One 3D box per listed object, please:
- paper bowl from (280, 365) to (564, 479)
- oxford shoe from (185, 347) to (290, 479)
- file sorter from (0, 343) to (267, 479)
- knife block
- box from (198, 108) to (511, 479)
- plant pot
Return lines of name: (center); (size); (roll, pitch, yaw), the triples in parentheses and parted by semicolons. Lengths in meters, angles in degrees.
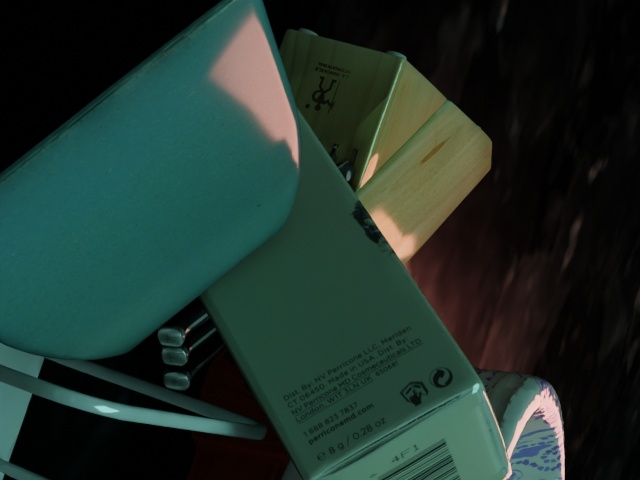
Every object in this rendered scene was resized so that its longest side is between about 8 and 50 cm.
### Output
paper bowl: (0.054, 0.216, 1.040); (0.284, 0.148, 0.284); (7, 90, -72)
oxford shoe: (-0.055, 0.197, 1.079); (0.271, 0.097, 0.098); (-67, 158, -12)
file sorter: (-0.168, 0.180, 0.755); (0.193, 0.173, 0.278); (23, 85, -64)
knife block: (0.000, 0.000, 1.072); (0.275, 0.088, 0.242); (29, 80, -64)
box: (-0.015, 0.018, 0.839); (0.094, 0.275, 0.113); (-29, 147, -4)
plant pot: (-0.107, -0.052, 0.694); (0.165, 0.166, 0.234); (-39, 155, -4)
